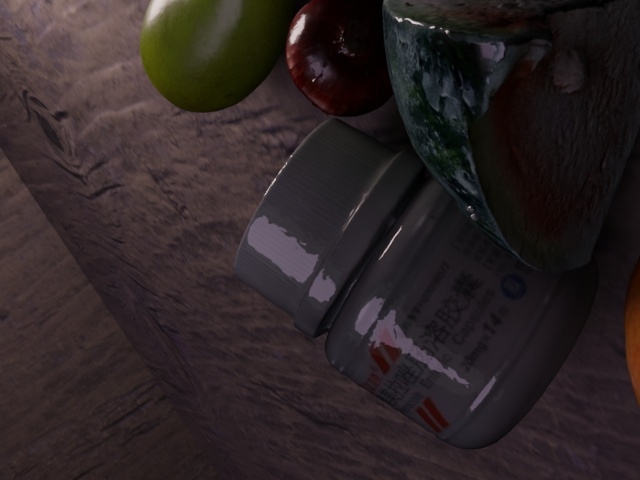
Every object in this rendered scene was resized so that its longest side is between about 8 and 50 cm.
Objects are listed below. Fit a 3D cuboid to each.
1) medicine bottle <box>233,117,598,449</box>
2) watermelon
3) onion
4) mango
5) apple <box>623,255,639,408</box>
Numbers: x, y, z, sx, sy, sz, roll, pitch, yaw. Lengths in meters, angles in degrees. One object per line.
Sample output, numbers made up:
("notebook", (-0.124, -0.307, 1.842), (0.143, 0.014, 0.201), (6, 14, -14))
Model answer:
("medicine bottle", (0.090, 0.036, 0.721), (0.306, 0.245, 0.245), (32, 148, 8))
("watermelon", (0.179, -0.104, 0.543), (0.289, 0.214, 0.320), (60, -166, -14))
("onion", (0.027, -0.191, 0.716), (0.131, 0.131, 0.131), (35, 147, 27))
("mango", (-0.120, -0.266, 0.841), (0.175, 0.143, 0.293), (55, 141, 5))
("apple", (0.350, 0.069, 0.408), (0.299, 0.299, 0.275), (46, 131, 9))
